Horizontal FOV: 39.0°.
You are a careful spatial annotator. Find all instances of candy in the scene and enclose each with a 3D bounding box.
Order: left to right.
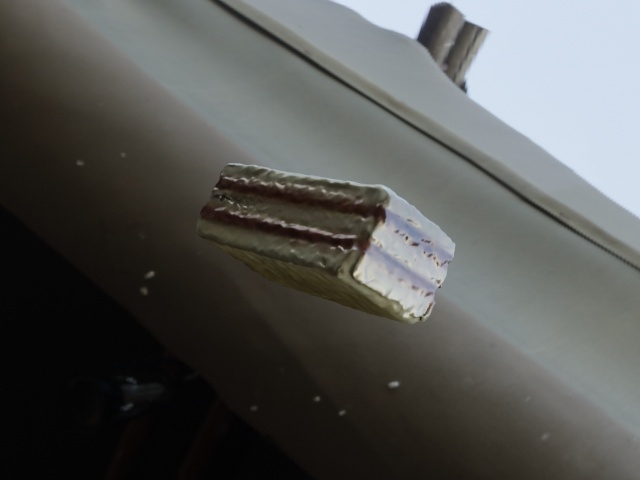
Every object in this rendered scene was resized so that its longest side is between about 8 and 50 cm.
[{"bbox_3d":[0.000,0.000,1.239,0.321,0.179,0.135,12,-107,40],"label":"candy"}]
